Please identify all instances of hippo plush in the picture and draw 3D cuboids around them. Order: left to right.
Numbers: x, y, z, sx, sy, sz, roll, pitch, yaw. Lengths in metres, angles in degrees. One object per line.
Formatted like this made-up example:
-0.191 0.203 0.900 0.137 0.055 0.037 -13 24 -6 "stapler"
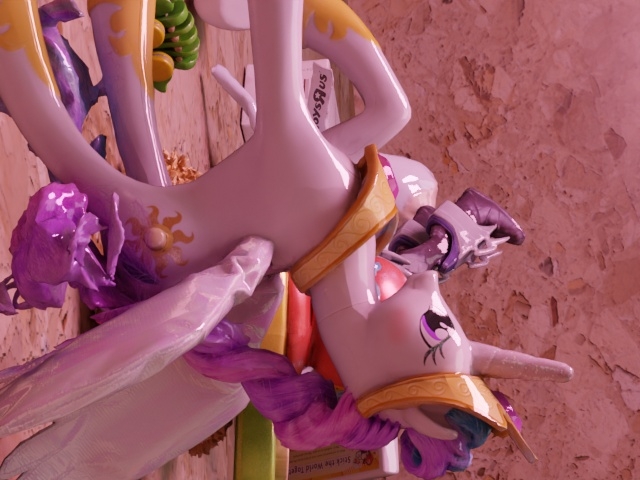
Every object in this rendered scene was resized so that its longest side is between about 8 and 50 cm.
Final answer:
0.000 0.000 1.823 0.236 0.234 0.294 -80 168 -59 "hippo plush"

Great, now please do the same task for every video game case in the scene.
0.006 0.178 2.026 0.026 0.227 0.206 10 70 -37 "video game case"

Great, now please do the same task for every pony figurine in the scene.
-0.075 0.007 1.016 0.303 0.351 0.363 70 -2 -79 "pony figurine"

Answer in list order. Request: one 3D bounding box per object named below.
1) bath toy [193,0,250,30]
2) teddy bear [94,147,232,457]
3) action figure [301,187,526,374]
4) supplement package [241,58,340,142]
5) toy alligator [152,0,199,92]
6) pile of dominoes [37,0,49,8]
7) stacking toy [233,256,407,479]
-0.091 -0.375 1.764 0.129 0.151 0.348 -126 -158 -45 "bath toy"
-0.120 0.043 1.451 0.338 0.113 0.245 -97 -172 -72 "teddy bear"
0.060 0.049 1.674 0.285 0.099 0.185 -36 171 -37 "action figure"
-0.030 -0.122 2.188 0.179 0.105 0.105 79 10 -49 "supplement package"
-0.138 -0.201 1.553 0.189 0.051 0.056 79 10 -47 "toy alligator"
-0.212 -0.262 1.148 0.251 0.040 0.196 93 -6 -77 "pile of dominoes"
-0.001 0.083 1.442 0.309 0.130 0.279 -94 -173 -64 "stacking toy"
